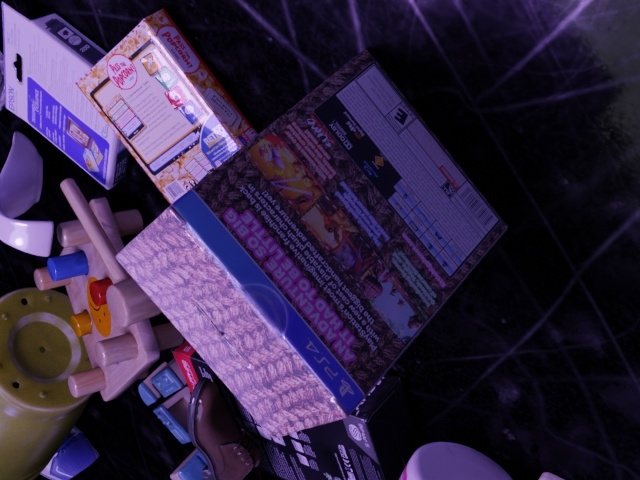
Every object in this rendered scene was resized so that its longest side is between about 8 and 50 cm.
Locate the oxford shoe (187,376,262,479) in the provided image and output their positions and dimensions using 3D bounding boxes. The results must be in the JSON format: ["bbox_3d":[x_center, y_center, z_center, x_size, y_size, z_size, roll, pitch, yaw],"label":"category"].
[{"bbox_3d":[-0.131,0.287,1.348,0.096,0.083,0.227,2,129,22],"label":"oxford shoe"}]

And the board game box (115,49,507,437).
[{"bbox_3d":[0.000,0.000,0.892,0.232,0.291,0.141,51,144,-6],"label":"board game box"}]

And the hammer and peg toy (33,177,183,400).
[{"bbox_3d":[-0.303,0.069,1.357,0.361,0.127,0.266,-43,66,54],"label":"hammer and peg toy"}]

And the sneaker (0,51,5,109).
[{"bbox_3d":[-0.523,-0.281,1.341,0.115,0.090,0.232,28,133,34],"label":"sneaker"}]

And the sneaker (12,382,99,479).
[{"bbox_3d":[-0.635,0.397,2.072,0.315,0.127,0.182,46,147,3],"label":"sneaker"}]

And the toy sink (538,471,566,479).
[{"bbox_3d":[0.333,0.411,1.094,0.234,0.131,0.153,25,139,28],"label":"toy sink"}]

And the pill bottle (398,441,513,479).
[{"bbox_3d":[0.134,0.413,1.189,0.160,0.160,0.283,33,117,18],"label":"pill bottle"}]

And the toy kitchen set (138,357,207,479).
[{"bbox_3d":[-0.221,0.310,1.568,0.207,0.122,0.166,49,145,-5],"label":"toy kitchen set"}]

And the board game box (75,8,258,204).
[{"bbox_3d":[-0.182,-0.153,1.105,0.146,0.045,0.193,-29,103,36],"label":"board game box"}]

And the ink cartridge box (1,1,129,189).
[{"bbox_3d":[-0.343,-0.200,1.256,0.208,0.045,0.206,37,143,10],"label":"ink cartridge box"}]

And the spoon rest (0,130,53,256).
[{"bbox_3d":[-0.454,-0.069,1.378,0.276,0.084,0.137,-127,46,-54],"label":"spoon rest"}]

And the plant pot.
[{"bbox_3d":[-0.583,0.263,1.736,0.366,0.366,0.353,50,133,-6],"label":"plant pot"}]

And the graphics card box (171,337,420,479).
[{"bbox_3d":[-0.030,0.261,1.351,0.371,0.094,0.233,12,132,40],"label":"graphics card box"}]
